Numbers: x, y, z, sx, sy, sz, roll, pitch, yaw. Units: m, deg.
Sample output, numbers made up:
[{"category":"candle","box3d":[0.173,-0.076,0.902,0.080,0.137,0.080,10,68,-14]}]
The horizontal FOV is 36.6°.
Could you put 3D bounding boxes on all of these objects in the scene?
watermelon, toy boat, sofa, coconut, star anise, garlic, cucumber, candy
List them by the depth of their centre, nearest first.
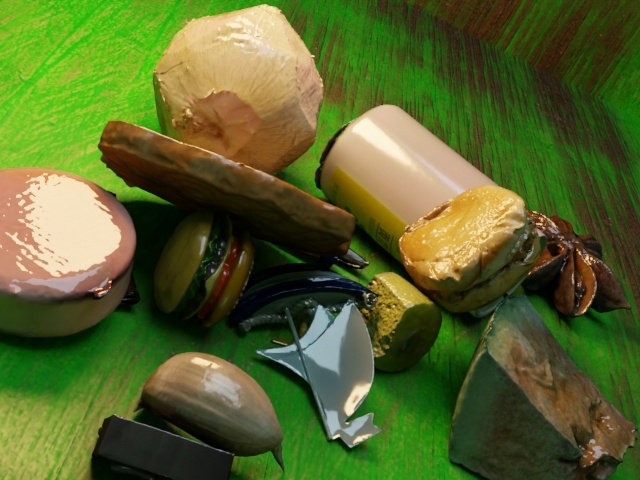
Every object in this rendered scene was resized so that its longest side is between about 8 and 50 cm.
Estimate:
[{"category":"sofa","box3d":[-0.177,0.245,1.075,0.147,0.085,0.060,21,72,-14]},{"category":"garlic","box3d":[-0.112,0.204,1.127,0.198,0.128,0.090,24,55,-5]},{"category":"candy","box3d":[-0.348,0.015,1.203,0.255,0.094,0.255,12,40,-10]},{"category":"toy boat","box3d":[0.005,0.151,1.336,0.220,0.067,0.291,-9,49,-19]},{"category":"watermelon","box3d":[0.297,0.248,1.410,0.302,0.151,0.264,51,29,4]},{"category":"coconut","box3d":[-0.136,-0.240,1.623,0.297,0.297,0.254,25,19,-7]},{"category":"cucumber","box3d":[0.000,0.000,1.627,0.184,0.033,0.036,34,55,10]},{"category":"star anise","box3d":[0.474,0.040,1.896,0.315,0.108,0.315,24,27,-13]}]

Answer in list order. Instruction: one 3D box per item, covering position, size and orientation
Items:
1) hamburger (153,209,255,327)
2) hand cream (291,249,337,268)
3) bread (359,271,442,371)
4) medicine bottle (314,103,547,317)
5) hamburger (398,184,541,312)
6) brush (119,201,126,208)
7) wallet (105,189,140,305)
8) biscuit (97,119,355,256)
[{"category":"hamburger","box3d":[-0.158,0.037,1.313,0.115,0.162,0.162,24,30,-16]},{"category":"hand cream","box3d":[-0.042,-0.010,1.595,0.163,0.039,0.062,33,64,6]},{"category":"bread","box3d":[0.114,0.123,1.444,0.111,0.129,0.114,22,20,-45]},{"category":"medicine bottle","box3d":[0.192,-0.056,1.691,0.379,0.213,0.213,42,32,23]},{"category":"hamburger","box3d":[0.227,0.008,1.456,0.108,0.214,0.214,59,15,-31]},{"category":"brush","box3d":[-0.358,-0.064,1.380,0.164,0.014,0.051,19,26,-14]},{"category":"wallet","box3d":[-0.335,-0.003,1.346,0.137,0.031,0.255,9,34,-26]},{"category":"biscuit","box3d":[-0.133,-0.057,1.391,0.385,0.062,0.365,21,-8,-6]}]
